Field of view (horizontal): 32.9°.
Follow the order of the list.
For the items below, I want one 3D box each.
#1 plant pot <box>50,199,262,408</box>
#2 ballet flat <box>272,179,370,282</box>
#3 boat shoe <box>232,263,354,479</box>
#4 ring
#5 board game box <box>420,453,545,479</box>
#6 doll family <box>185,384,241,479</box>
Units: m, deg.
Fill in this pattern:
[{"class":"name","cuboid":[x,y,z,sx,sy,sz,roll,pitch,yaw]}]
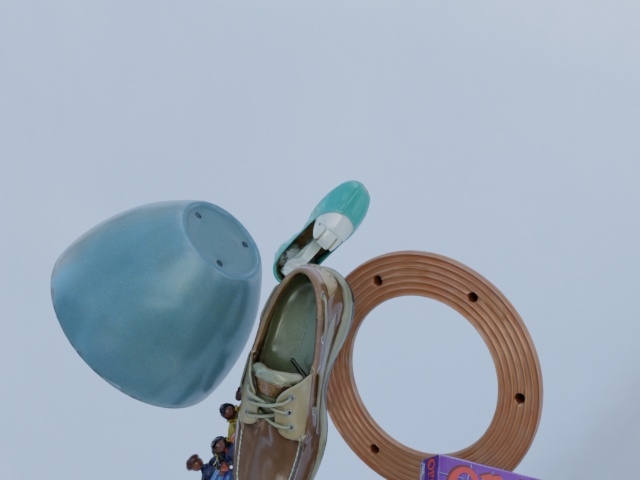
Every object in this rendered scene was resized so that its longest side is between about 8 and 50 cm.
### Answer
[{"class":"plant pot","cuboid":[-0.194,0.056,1.492,0.195,0.290,0.290,-43,43,28]},{"class":"ballet flat","cuboid":[0.000,0.000,1.841,0.247,0.083,0.087,-45,18,36]},{"class":"boat shoe","cuboid":[-0.051,0.181,1.345,0.122,0.120,0.324,9,81,20]},{"class":"ring","cuboid":[0.139,0.176,1.434,0.336,0.032,0.337,9,107,33]},{"class":"board game box","cuboid":[0.270,0.394,1.293,0.056,0.347,0.208,-42,37,52]},{"class":"doll family","cuboid":[-0.114,0.284,1.519,0.193,0.111,0.076,-62,-3,-12]}]
